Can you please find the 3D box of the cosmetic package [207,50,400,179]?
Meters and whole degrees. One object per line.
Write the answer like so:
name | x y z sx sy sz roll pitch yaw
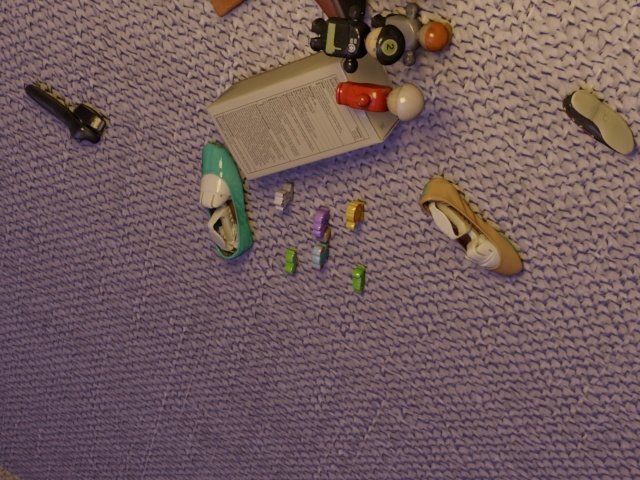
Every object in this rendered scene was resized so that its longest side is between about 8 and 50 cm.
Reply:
cosmetic package | -0.028 -0.225 2.015 0.309 0.113 0.160 -12 116 37

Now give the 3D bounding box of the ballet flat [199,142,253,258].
ballet flat | -0.190 -0.066 2.257 0.083 0.087 0.247 6 126 29

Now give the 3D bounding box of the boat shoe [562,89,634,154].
boat shoe | 0.434 -0.183 1.810 0.133 0.049 0.042 40 163 -10

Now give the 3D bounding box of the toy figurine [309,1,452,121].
toy figurine | 0.104 -0.311 1.784 0.148 0.210 0.213 13 151 29

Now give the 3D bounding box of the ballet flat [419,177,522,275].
ballet flat | 0.257 -0.008 2.033 0.232 0.073 0.080 45 135 -6

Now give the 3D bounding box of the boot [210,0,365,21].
boot | -0.084 -0.423 1.909 0.280 0.096 0.264 -18 113 41

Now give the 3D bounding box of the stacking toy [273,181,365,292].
stacking toy | 0.000 0.000 2.215 0.167 0.052 0.221 16 131 22

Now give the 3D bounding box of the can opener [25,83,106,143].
can opener | -0.517 -0.258 2.346 0.186 0.073 0.059 33 173 11
